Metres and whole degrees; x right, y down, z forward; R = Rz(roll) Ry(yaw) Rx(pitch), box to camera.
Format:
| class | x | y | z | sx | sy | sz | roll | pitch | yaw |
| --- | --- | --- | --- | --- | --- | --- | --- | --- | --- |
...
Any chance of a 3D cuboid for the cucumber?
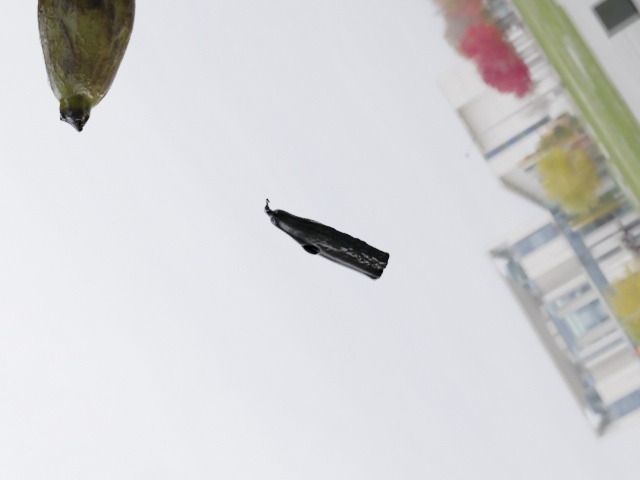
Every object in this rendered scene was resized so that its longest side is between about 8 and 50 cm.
| class | x | y | z | sx | sy | sz | roll | pitch | yaw |
| --- | --- | --- | --- | --- | --- | --- | --- | --- | --- |
| cucumber | 0.000 | 0.000 | 1.134 | 0.163 | 0.043 | 0.039 | 22 | -118 | -28 |

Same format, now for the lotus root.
| class | x | y | z | sx | sy | sz | roll | pitch | yaw |
| --- | --- | --- | --- | --- | --- | --- | --- | --- | --- |
| lotus root | -0.264 | -0.216 | 1.200 | 0.108 | 0.191 | 0.094 | 7 | -173 | -30 |
